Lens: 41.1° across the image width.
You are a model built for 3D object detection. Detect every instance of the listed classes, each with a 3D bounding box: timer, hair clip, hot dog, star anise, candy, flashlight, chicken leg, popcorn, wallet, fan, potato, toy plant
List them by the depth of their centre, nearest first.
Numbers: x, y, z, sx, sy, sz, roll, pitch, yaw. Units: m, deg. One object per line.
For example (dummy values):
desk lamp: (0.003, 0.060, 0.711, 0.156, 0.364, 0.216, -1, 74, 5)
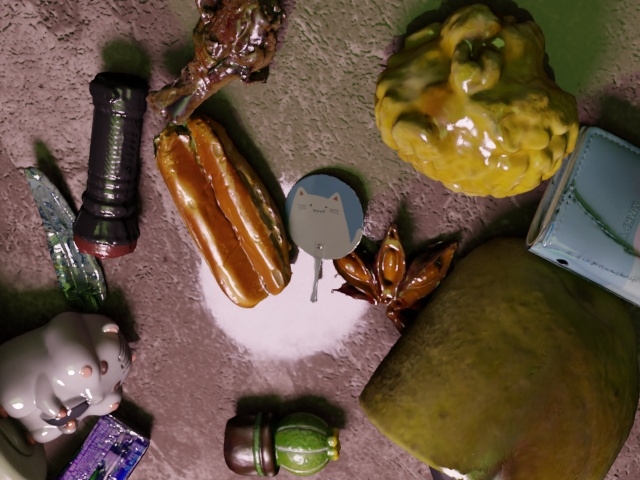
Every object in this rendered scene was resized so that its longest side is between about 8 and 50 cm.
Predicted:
popcorn: (0.181, -0.159, 0.960, 0.200, 0.226, 0.203, 36, 74, -44)
wallet: (0.380, -0.011, 1.000, 0.250, 0.075, 0.176, 27, 74, -5)
chicken leg: (-0.117, -0.217, 1.005, 0.125, 0.080, 0.196, 26, 112, -1)
potato: (0.251, 0.143, 1.008, 0.330, 0.213, 0.280, 20, 92, -4)
flashlight: (-0.260, -0.095, 1.079, 0.092, 0.093, 0.232, 13, 109, 1)
hot dog: (-0.117, -0.039, 1.088, 0.115, 0.072, 0.269, -17, 109, 15)
fan: (0.000, 0.000, 1.106, 0.113, 0.005, 0.176, 13, 109, 21)
star anise: (0.104, 0.046, 1.109, 0.212, 0.053, 0.157, 35, 117, -5)
hair clip: (-0.345, -0.002, 1.152, 0.066, 0.036, 0.229, -6, 120, 13)
timer: (-0.404, 0.208, 1.158, 0.315, 0.291, 0.291, -27, 110, -7)
toy plant: (-0.052, 0.290, 1.219, 0.162, 0.093, 0.093, -1, 114, 7)
candy: (-0.367, 0.395, 1.235, 0.088, 0.061, 0.312, 36, 79, -6)

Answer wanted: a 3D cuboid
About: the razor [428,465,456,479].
razor: (0.209, 0.342, 1.231, 0.090, 0.054, 0.148, -14, 111, 17)
